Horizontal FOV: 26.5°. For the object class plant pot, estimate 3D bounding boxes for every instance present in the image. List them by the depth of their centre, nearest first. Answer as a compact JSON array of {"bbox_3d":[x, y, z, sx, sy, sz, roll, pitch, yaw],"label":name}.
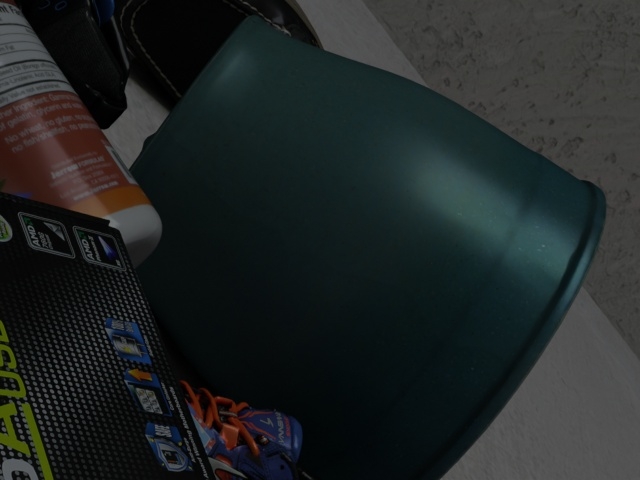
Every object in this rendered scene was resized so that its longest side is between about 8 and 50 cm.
[{"bbox_3d":[0.000,0.000,0.884,0.255,0.272,0.272,36,18,-7],"label":"plant pot"}]

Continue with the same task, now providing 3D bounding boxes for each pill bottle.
[{"bbox_3d":[-0.186,-0.059,0.688,0.216,0.121,0.121,55,16,7],"label":"pill bottle"}]

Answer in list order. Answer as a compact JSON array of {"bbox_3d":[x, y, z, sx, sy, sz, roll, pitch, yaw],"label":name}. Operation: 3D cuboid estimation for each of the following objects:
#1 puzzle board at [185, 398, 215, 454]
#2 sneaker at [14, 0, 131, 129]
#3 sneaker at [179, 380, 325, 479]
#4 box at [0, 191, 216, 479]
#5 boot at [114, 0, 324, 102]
[{"bbox_3d":[-0.091,0.077,0.556,0.096,0.011,0.128,54,24,-10],"label":"puzzle board"},{"bbox_3d":[-0.200,-0.153,0.844,0.217,0.121,0.079,51,15,-8],"label":"sneaker"},{"bbox_3d":[-0.055,0.115,0.755,0.221,0.087,0.083,45,17,-27],"label":"sneaker"},{"bbox_3d":[-0.122,0.056,0.459,0.184,0.045,0.191,20,36,-48],"label":"box"},{"bbox_3d":[-0.020,-0.064,1.162,0.377,0.138,0.284,45,17,-46],"label":"boot"}]
